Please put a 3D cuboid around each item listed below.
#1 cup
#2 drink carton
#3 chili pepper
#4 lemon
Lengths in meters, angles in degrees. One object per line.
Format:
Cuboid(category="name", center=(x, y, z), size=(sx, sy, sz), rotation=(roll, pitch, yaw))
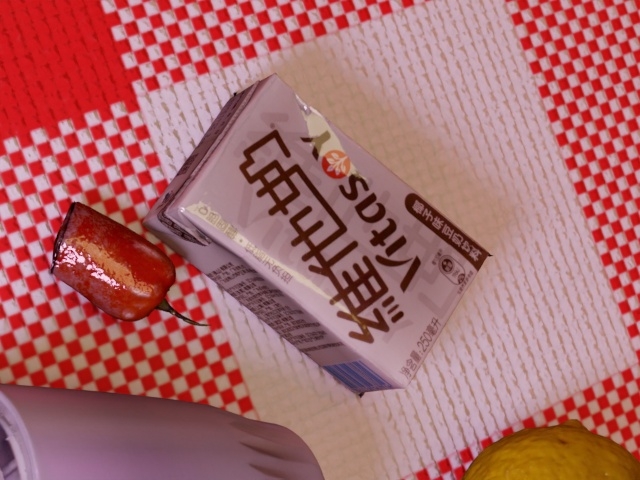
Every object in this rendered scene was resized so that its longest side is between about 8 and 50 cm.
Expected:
Cuboid(category="cup", center=(-0.190, 0.269, 1.551), size=(0.371, 0.253, 0.253), rotation=(9, 78, -39))
Cuboid(category="drink carton", center=(0.001, 0.000, 1.777), size=(0.324, 0.132, 0.194), rotation=(39, 66, -15))
Cuboid(category="chili pepper", center=(-0.193, 0.041, 1.699), size=(0.192, 0.084, 0.086), rotation=(33, 86, -14))
Cuboid(category="lemon", center=(0.252, 0.334, 1.787), size=(0.267, 0.267, 0.267), rotation=(4, 80, -26))
